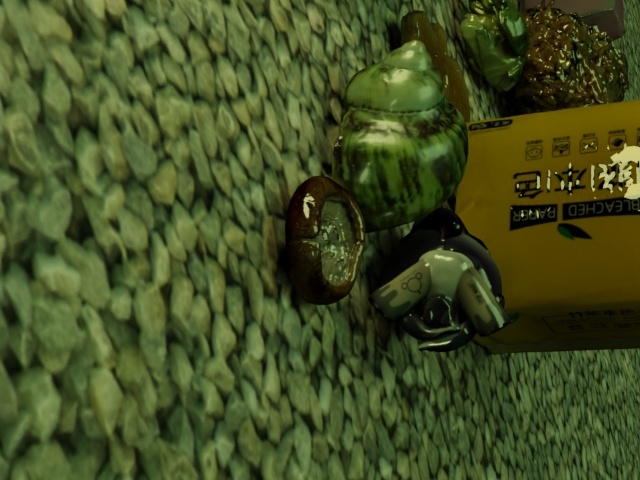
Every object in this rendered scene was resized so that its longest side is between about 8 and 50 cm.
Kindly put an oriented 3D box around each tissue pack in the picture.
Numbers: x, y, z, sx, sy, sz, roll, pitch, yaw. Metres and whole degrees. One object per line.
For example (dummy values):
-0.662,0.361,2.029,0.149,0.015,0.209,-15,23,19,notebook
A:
0.375,-0.014,1.360,0.228,0.381,0.293,46,45,-54,tissue pack

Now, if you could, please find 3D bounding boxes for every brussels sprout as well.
0.269,-0.313,1.625,0.181,0.100,0.139,52,23,-37,brussels sprout

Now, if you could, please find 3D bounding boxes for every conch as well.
0.083,-0.112,1.138,0.187,0.124,0.182,-29,103,-54,conch

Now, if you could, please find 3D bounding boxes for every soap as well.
0.463,-0.462,1.969,0.081,0.181,0.259,53,34,-41,soap

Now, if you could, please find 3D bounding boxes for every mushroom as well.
0.000,0.000,1.005,0.123,0.052,0.123,13,75,-59,mushroom

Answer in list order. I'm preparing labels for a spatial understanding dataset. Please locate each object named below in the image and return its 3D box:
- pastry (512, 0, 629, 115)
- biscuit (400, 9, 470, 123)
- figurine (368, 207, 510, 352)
0.410,-0.278,1.759,0.275,0.192,0.275,-12,90,-74,pastry
0.152,-0.201,1.407,0.225,0.036,0.166,38,50,-55,biscuit
0.125,0.040,1.150,0.222,0.145,0.145,-54,130,-83,figurine
